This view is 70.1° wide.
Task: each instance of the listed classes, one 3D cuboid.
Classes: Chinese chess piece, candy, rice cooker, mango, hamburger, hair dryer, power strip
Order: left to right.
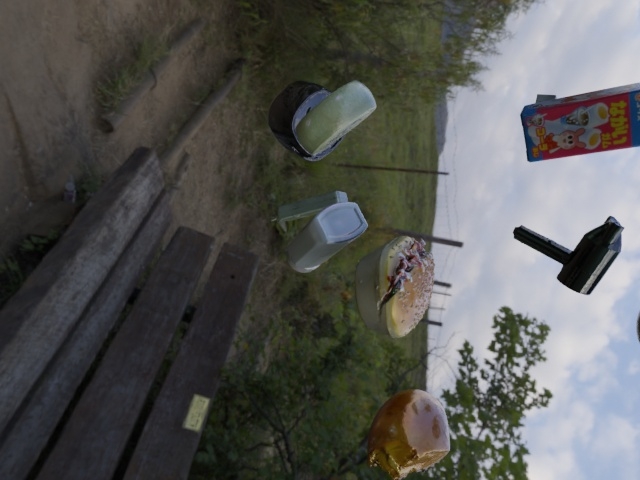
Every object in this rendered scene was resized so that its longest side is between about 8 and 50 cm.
[{"bbox_3d":[-0.051,-0.109,1.553,0.093,0.288,0.053,-5,83,-66],"label":"power strip"},{"bbox_3d":[-0.047,-0.422,1.608,0.224,0.268,0.266,33,-59,52],"label":"rice cooker"},{"bbox_3d":[0.026,-0.204,0.767,0.144,0.058,0.144,-36,-176,3],"label":"Chinese chess piece"},{"bbox_3d":[0.195,0.111,1.118,0.295,0.152,0.226,-33,115,-63],"label":"hamburger"},{"bbox_3d":[0.191,0.385,0.927,0.126,0.153,0.252,-48,158,27],"label":"mango"},{"bbox_3d":[0.784,-0.003,1.465,0.116,0.303,0.244,-12,129,-53],"label":"hair dryer"},{"bbox_3d":[0.739,-0.327,1.280,0.100,0.306,0.157,-48,125,-47],"label":"candy"}]

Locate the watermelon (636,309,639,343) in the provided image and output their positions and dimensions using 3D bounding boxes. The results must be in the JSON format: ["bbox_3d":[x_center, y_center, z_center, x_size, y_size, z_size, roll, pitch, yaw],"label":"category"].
[{"bbox_3d":[1.167,0.288,1.445,0.360,0.279,0.278,4,96,-53],"label":"watermelon"}]

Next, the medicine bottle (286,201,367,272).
[{"bbox_3d":[0.000,0.000,1.252,0.111,0.161,0.296,64,-27,10],"label":"medicine bottle"}]

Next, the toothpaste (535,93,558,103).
[{"bbox_3d":[0.834,-0.451,1.650,0.337,0.067,0.081,-5,108,-56],"label":"toothpaste"}]
